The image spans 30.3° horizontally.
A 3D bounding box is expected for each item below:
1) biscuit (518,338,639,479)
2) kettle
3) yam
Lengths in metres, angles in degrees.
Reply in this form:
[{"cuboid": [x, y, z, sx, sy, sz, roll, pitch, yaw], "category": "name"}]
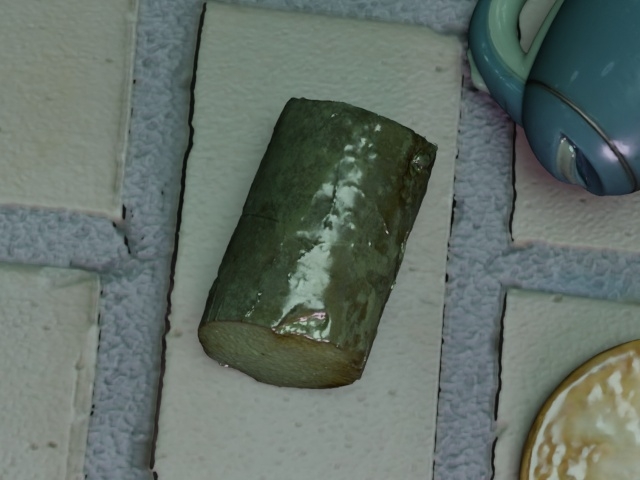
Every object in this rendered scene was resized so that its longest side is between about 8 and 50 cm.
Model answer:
[{"cuboid": [0.290, 0.258, 1.128, 0.204, 0.040, 0.309, -12, 80, -8], "category": "biscuit"}, {"cuboid": [0.315, -0.208, 1.146, 0.342, 0.247, 0.319, -43, 55, -4], "category": "kettle"}, {"cuboid": [0.000, 0.000, 1.092, 0.161, 0.161, 0.268, 21, 75, -2], "category": "yam"}]
